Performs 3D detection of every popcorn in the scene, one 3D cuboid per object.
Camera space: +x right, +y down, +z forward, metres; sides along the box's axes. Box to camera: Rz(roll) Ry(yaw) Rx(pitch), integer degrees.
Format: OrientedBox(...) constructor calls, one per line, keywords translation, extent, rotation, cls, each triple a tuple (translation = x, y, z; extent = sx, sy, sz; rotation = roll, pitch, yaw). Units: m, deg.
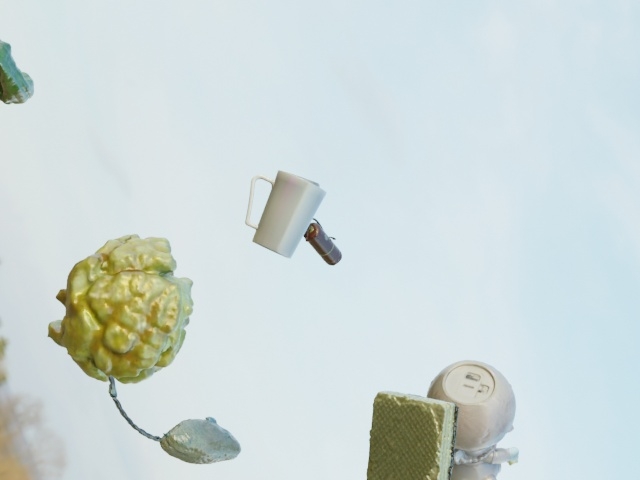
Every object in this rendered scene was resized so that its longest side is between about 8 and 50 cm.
OrientedBox(translation=(-0.385, 0.152, 2.483), extent=(0.279, 0.274, 0.335), rotation=(-130, -133, -55), cls="popcorn")

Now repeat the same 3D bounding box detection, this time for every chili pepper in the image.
OrientedBox(translation=(-0.571, -0.305, 2.252), extent=(0.100, 0.074, 0.257), rotation=(43, -16, 7), cls="chili pepper")

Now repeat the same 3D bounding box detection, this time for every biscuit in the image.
OrientedBox(translation=(0.112, 0.299, 1.596), extent=(0.121, 0.040, 0.199), rotation=(7, -87, 42), cls="biscuit")

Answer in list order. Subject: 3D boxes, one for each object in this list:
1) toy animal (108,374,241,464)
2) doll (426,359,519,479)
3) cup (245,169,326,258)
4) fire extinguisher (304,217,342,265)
OrientedBox(translation=(-0.235, 0.300, 1.950), extent=(0.253, 0.070, 0.079), rotation=(27, 16, -28), cls="toy animal")
OrientedBox(translation=(0.244, 0.316, 2.014), extent=(0.151, 0.151, 0.287), rotation=(55, -17, 38), cls="doll")
OrientedBox(translation=(-0.059, -0.045, 1.749), extent=(0.104, 0.116, 0.074), rotation=(26, -2, -7), cls="cup")
OrientedBox(translation=(0.000, 0.000, 2.275), extent=(0.132, 0.039, 0.056), rotation=(50, 44, -51), cls="fire extinguisher")
